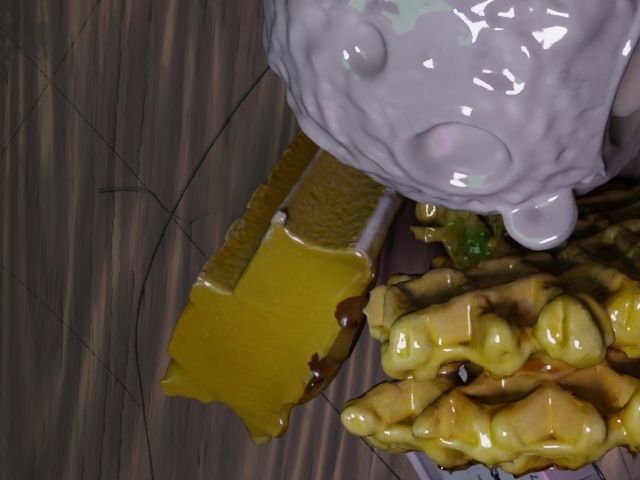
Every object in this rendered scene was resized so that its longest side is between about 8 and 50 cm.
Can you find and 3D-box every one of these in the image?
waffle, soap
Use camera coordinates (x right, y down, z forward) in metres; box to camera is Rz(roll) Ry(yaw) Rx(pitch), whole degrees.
[{"bbox_3d":[0.160,0.051,0.991,0.261,0.324,0.151,-2,112,11],"label":"waffle"},{"bbox_3d":[0.000,0.000,1.167,0.143,0.281,0.259,32,130,0],"label":"soap"}]

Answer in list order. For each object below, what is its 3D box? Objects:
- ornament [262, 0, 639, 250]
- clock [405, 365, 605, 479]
[{"bbox_3d":[0.111,-0.188,0.947,0.337,0.337,0.337,17,113,45],"label":"ornament"},{"bbox_3d":[0.166,0.208,1.212,0.197,0.063,0.150,59,138,19],"label":"clock"}]
